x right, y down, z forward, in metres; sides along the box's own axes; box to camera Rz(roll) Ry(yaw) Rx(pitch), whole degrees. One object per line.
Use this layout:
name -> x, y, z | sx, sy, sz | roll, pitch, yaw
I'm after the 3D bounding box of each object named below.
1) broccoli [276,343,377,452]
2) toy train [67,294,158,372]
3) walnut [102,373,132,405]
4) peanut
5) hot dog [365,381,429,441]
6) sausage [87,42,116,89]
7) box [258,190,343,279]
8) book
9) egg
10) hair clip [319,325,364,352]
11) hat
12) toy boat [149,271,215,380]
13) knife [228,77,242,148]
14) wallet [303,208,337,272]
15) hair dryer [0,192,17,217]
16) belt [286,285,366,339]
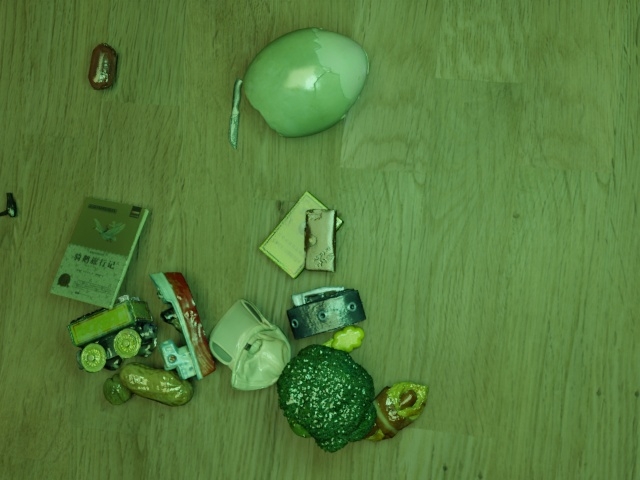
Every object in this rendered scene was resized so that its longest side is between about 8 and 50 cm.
broccoli -> -0.002, 0.430, 1.780 | 0.297, 0.297, 0.297 | 51, 130, 5
toy train -> -0.606, 0.281, 1.930 | 0.261, 0.134, 0.177 | -24, 78, 6
walnut -> -0.601, 0.443, 1.951 | 0.092, 0.092, 0.092 | 0, 89, 8
peanut -> -0.478, 0.414, 1.915 | 0.226, 0.095, 0.108 | 17, 121, 1
hot dog -> 0.193, 0.483, 1.835 | 0.261, 0.093, 0.123 | -43, 84, 5
sausage -> -0.655, -0.521, 1.974 | 0.076, 0.076, 0.141 | 7, 92, 8
box -> -0.054, -0.016, 1.891 | 0.141, 0.064, 0.220 | 42, 93, 6
book -> -0.651, 0.031, 1.932 | 0.217, 0.021, 0.310 | 11, 75, 18
egg -> -0.030, -0.435, 1.782 | 0.336, 0.278, 0.278 | -29, 86, 10
hair clip -> 0.045, 0.298, 1.882 | 0.173, 0.046, 0.072 | -26, 90, 5
hat -> -0.200, 0.298, 1.903 | 0.219, 0.164, 0.226 | -49, 45, 8
toy boat -> -0.416, 0.246, 1.882 | 0.133, 0.145, 0.332 | -18, 86, -19
knife -> -0.252, -0.377, 1.946 | 0.028, 0.015, 0.210 | 6, 90, 2
wallet -> 0.000, 0.000, 1.840 | 0.095, 0.026, 0.176 | 2, 91, 8
hair dryer -> -0.982, -0.100, 2.038 | 0.083, 0.031, 0.079 | -21, 76, 15
belt -> 0.011, 0.195, 1.849 | 0.218, 0.122, 0.128 | -16, 84, 8
